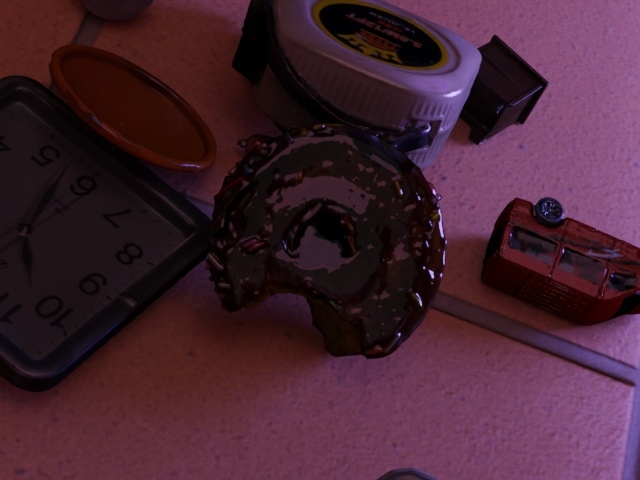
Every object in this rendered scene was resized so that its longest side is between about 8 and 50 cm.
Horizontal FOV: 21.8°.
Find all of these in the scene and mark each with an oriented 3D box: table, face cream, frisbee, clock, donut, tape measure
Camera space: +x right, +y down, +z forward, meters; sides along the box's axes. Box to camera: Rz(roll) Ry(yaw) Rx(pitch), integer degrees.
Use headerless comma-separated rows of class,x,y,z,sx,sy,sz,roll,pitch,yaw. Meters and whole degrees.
table,0.185,-0.163,1.833,0.083,0.070,0.082,45,51,14
face cream,-0.214,-0.288,1.759,0.091,0.095,0.091,11,50,-13
frisbee,-0.189,-0.124,1.649,0.192,0.035,0.192,31,23,-15
clock,-0.273,-0.012,1.547,0.273,0.049,0.279,39,49,11
donut,0.001,0.000,1.576,0.230,0.096,0.216,9,80,-10
tape measure,0.012,-0.171,1.714,0.271,0.133,0.231,27,29,5

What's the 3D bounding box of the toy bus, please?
toy bus,0.267,0.032,1.708,0.195,0.081,0.089,23,58,-3

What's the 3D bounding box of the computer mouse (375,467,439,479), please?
computer mouse,0.035,0.266,1.444,0.182,0.056,0.089,-21,58,-25

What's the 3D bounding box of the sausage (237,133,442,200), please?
sausage,0.021,-0.073,1.725,0.223,0.029,0.029,15,49,-10
